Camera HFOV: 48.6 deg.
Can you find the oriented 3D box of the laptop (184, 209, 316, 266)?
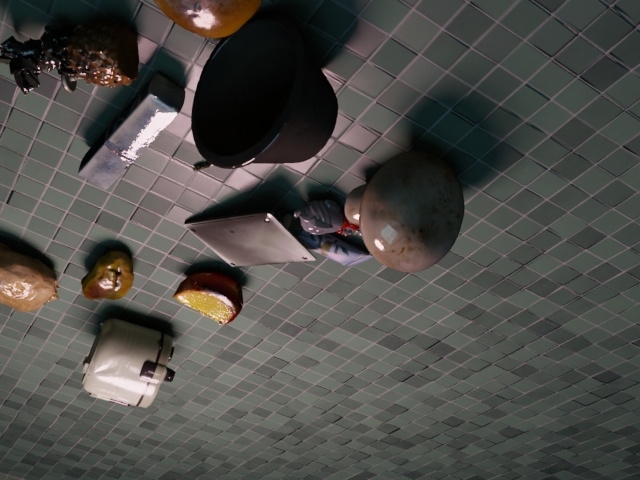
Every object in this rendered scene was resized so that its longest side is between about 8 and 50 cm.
[{"bbox_3d":[-0.161,0.003,1.596,0.269,0.015,0.187,-6,142,37],"label":"laptop"}]

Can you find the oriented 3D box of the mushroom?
[{"bbox_3d":[0.154,-0.064,1.402,0.244,0.243,0.243,4,140,3],"label":"mushroom"}]

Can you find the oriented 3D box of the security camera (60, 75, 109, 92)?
[{"bbox_3d":[-0.418,-0.298,1.291,0.092,0.058,0.058,-2,140,5],"label":"security camera"}]

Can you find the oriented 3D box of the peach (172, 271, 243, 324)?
[{"bbox_3d":[-0.272,0.133,1.761,0.172,0.092,0.127,15,136,8],"label":"peach"}]

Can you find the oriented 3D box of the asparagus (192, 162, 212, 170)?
[{"bbox_3d":[-0.191,-0.164,1.451,0.166,0.013,0.016,-11,127,19],"label":"asparagus"}]

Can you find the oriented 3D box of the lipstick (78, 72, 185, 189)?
[{"bbox_3d":[-0.366,-0.208,1.371,0.076,0.077,0.290,34,132,-28],"label":"lipstick"}]

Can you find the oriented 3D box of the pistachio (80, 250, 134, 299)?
[{"bbox_3d":[-0.522,0.100,1.746,0.110,0.100,0.189,33,133,-23],"label":"pistachio"}]

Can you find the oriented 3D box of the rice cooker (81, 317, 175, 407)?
[{"bbox_3d":[-0.521,0.341,1.948,0.244,0.225,0.226,18,139,-17],"label":"rice cooker"}]

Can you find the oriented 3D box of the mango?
[{"bbox_3d":[-0.185,-0.447,1.017,0.193,0.146,0.316,-8,124,15],"label":"mango"}]

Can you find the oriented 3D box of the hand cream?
[{"bbox_3d":[0.000,0.000,1.601,0.256,0.055,0.088,25,145,-29],"label":"hand cream"}]

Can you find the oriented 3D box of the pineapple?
[{"bbox_3d":[-0.440,-0.317,1.220,0.237,0.119,0.111,1,127,8],"label":"pineapple"}]

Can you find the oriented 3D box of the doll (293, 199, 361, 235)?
[{"bbox_3d":[0.024,-0.045,1.523,0.180,0.079,0.094,9,127,-24],"label":"doll"}]

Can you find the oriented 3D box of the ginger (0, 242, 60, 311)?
[{"bbox_3d":[-0.757,0.089,1.743,0.138,0.152,0.267,-43,120,8],"label":"ginger"}]

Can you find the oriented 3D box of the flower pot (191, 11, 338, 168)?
[{"bbox_3d":[-0.078,-0.233,1.207,0.269,0.268,0.166,-27,153,33],"label":"flower pot"}]
